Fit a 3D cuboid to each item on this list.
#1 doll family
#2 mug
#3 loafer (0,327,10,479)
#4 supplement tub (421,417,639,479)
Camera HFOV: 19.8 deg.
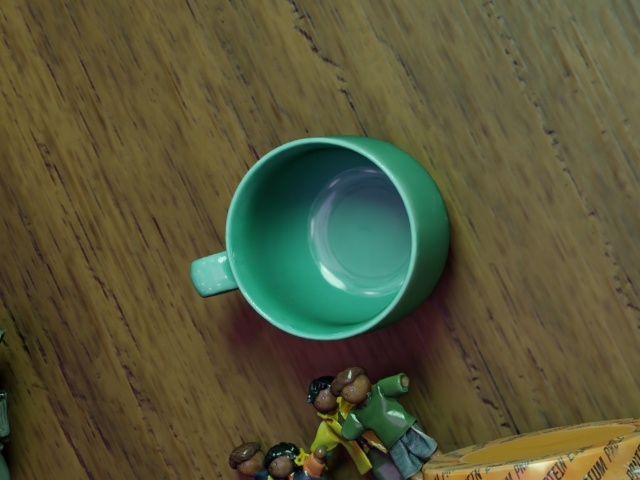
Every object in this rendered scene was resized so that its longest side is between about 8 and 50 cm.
[{"bbox_3d":[0.006,0.149,1.215,0.111,0.076,0.193,47,112,8],"label":"doll family"},{"bbox_3d":[0.006,-0.007,1.190,0.158,0.097,0.129,18,101,22],"label":"mug"},{"bbox_3d":[-0.260,0.180,1.332,0.084,0.096,0.267,19,109,1],"label":"loafer"},{"bbox_3d":[0.163,0.274,1.091,0.194,0.193,0.316,-11,88,23],"label":"supplement tub"}]
